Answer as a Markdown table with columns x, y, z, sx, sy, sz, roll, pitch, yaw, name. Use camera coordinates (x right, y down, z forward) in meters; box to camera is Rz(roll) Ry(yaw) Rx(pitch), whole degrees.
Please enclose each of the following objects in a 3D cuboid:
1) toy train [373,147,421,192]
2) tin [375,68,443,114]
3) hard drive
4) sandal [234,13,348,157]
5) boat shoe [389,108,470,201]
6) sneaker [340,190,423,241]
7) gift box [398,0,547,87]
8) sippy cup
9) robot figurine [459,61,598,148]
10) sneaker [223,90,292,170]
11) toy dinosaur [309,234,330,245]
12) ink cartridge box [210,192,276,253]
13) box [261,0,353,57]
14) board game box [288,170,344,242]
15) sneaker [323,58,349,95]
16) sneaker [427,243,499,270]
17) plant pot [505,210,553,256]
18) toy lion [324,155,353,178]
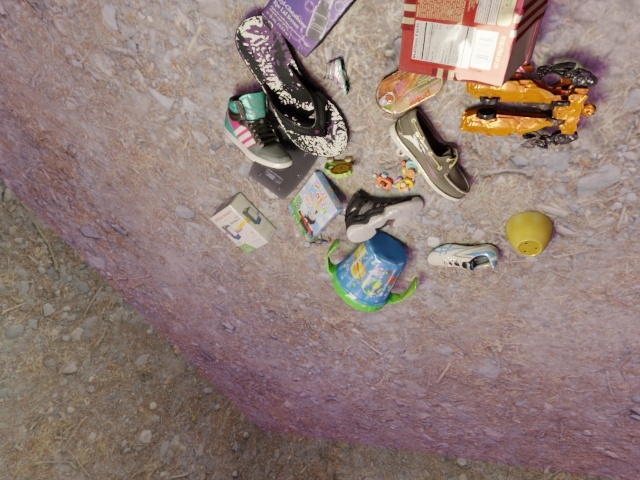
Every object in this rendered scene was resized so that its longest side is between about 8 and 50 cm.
| x | y | z | sx | sy | sz | roll | pitch | yaw | name |
| --- | --- | --- | --- | --- | --- | --- | --- | --- | --- |
| 0.239 | -0.201 | 1.265 | 0.125 | 0.046 | 0.166 | 30 | 138 | -4 | toy train |
| 0.234 | -0.407 | 1.076 | 0.189 | 0.040 | 0.106 | -19 | 117 | 38 | tin |
| -0.125 | -0.263 | 1.373 | 0.172 | 0.054 | 0.254 | 36 | 136 | -10 | hard drive |
| -0.084 | -0.404 | 1.150 | 0.167 | 0.107 | 0.446 | -31 | 115 | 21 | sandal |
| 0.326 | -0.235 | 1.145 | 0.305 | 0.109 | 0.091 | 44 | 139 | -13 | boat shoe |
| 0.191 | -0.108 | 1.338 | 0.268 | 0.153 | 0.101 | -24 | 144 | 0 | sneaker |
| 0.333 | -0.455 | 0.814 | 0.276 | 0.258 | 0.255 | 25 | 138 | 22 | gift box |
| 0.189 | 0.098 | 1.467 | 0.305 | 0.240 | 0.224 | 2 | 135 | -32 | sippy cup |
| 0.498 | -0.332 | 0.987 | 0.290 | 0.085 | 0.211 | 10 | 135 | 18 | robot figurine |
| -0.184 | -0.352 | 1.227 | 0.295 | 0.123 | 0.179 | 39 | 138 | 24 | sneaker |
| 0.000 | 0.000 | 1.596 | 0.082 | 0.047 | 0.090 | 11 | 169 | 4 | toy dinosaur |
| -0.308 | -0.066 | 1.625 | 0.154 | 0.093 | 0.212 | -24 | 116 | 40 | ink cartridge box |
| -0.014 | -0.579 | 0.975 | 0.153 | 0.108 | 0.207 | 41 | 136 | -14 | box |
| -0.021 | -0.114 | 1.422 | 0.211 | 0.039 | 0.160 | -46 | 68 | 45 | board game box |
| 0.039 | -0.449 | 1.131 | 0.069 | 0.038 | 0.098 | 0 | 122 | 27 | sneaker |
| 0.475 | 0.061 | 1.379 | 0.237 | 0.086 | 0.085 | -6 | 130 | 32 | sneaker |
| 0.630 | -0.007 | 1.229 | 0.134 | 0.095 | 0.134 | 13 | 136 | 13 | plant pot |
| 0.057 | -0.228 | 1.289 | 0.100 | 0.096 | 0.034 | 4 | 133 | 23 | toy lion |
